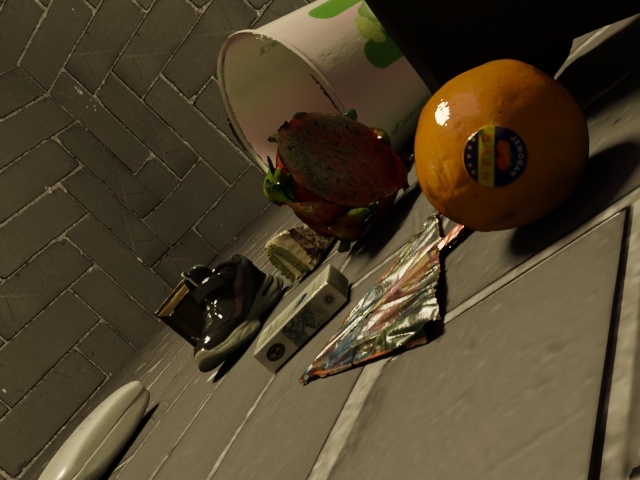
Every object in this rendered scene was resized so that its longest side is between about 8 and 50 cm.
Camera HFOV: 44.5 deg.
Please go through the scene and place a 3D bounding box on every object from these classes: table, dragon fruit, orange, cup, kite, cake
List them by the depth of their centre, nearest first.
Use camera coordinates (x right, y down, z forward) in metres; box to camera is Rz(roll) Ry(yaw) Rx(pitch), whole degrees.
[{"bbox_3d":[0.084,-0.044,0.370,0.083,0.083,0.083,-45,7,7],"label":"orange"},{"bbox_3d":[0.050,0.023,0.479,0.189,0.009,0.232,-45,7,16],"label":"kite"},{"bbox_3d":[0.021,-0.047,0.702,0.142,0.138,0.175,-10,-29,-1],"label":"dragon fruit"},{"bbox_3d":[0.000,0.000,0.882,0.051,0.055,0.140,-43,-10,37],"label":"cake"},{"bbox_3d":[0.046,-0.205,0.994,0.274,0.253,0.253,-39,3,-27],"label":"cup"},{"bbox_3d":[-0.176,0.105,1.117,0.070,0.083,0.082,-52,15,-19],"label":"table"}]

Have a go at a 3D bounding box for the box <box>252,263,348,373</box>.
[{"bbox_3d":[-0.014,0.060,0.607,0.083,0.024,0.054,-46,4,12],"label":"box"}]

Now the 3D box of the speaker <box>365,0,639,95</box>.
[{"bbox_3d":[0.180,-0.171,0.381,0.180,0.184,0.388,-50,18,-23],"label":"speaker"}]

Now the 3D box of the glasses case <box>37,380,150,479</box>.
[{"bbox_3d":[-0.274,0.249,0.943,0.092,0.059,0.233,-45,5,23],"label":"glasses case"}]

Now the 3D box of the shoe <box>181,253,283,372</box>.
[{"bbox_3d":[-0.109,0.065,0.844,0.071,0.099,0.169,-39,10,33],"label":"shoe"}]
